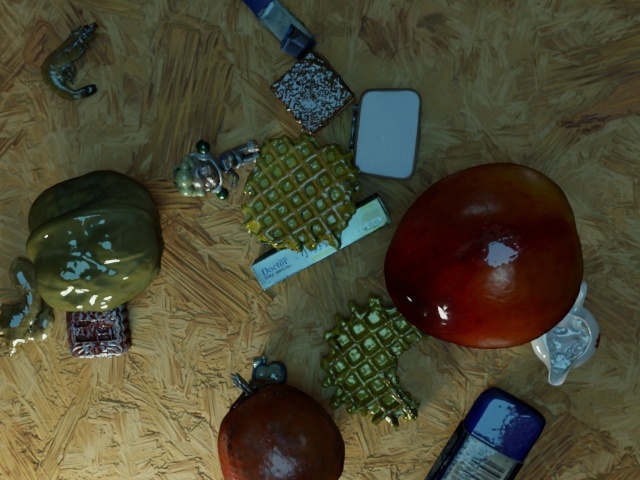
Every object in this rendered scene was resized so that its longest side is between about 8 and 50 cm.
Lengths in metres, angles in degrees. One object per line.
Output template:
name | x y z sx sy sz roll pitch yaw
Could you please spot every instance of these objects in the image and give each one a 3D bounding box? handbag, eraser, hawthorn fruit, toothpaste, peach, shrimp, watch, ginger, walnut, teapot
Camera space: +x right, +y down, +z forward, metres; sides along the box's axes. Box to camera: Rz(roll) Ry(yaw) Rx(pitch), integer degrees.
handbag | 0.136 -0.224 1.623 0.151 0.072 0.193 3 100 2
eraser | 0.344 0.489 1.693 0.155 0.101 0.332 30 97 0
hawthorn fruit | -0.104 0.411 1.626 0.276 0.276 0.307 -25 91 6
toothpaste | 0.000 0.000 1.651 0.313 0.089 0.071 -28 100 6
peach | 0.312 0.036 1.508 0.388 0.388 0.388 0 98 3
shrimp | -0.515 -0.377 1.653 0.178 0.034 0.124 -40 97 9
watch | -0.078 -0.421 1.484 0.068 0.274 0.276 -43 67 9
ginger | -0.671 0.147 1.717 0.133 0.059 0.214 -14 98 0
walnut | -0.460 0.002 1.589 0.277 0.253 0.282 -19 95 3
teapot | 0.524 0.192 1.648 0.145 0.092 0.226 13 97 -2

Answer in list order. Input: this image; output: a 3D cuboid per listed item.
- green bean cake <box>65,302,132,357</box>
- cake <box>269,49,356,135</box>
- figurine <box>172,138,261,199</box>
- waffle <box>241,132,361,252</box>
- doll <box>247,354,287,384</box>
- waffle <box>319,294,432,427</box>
green bean cake | -0.496 0.194 1.716 0.135 0.056 0.136 -5 97 2
cake | -0.013 -0.300 1.581 0.134 0.147 0.135 -39 94 6
figurine | -0.219 -0.154 1.637 0.197 0.093 0.147 -17 122 5
waffle | -0.042 -0.098 1.599 0.245 0.052 0.254 12 85 11
doll | -0.115 0.294 1.714 0.083 0.050 0.076 8 83 3
waffle | 0.127 0.262 1.689 0.259 0.069 0.293 14 97 0
